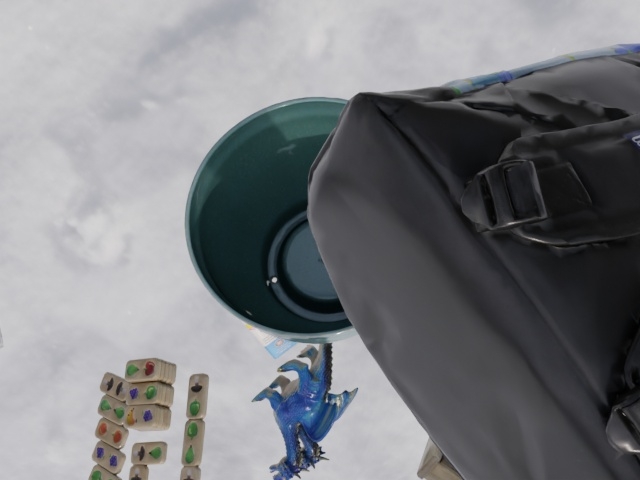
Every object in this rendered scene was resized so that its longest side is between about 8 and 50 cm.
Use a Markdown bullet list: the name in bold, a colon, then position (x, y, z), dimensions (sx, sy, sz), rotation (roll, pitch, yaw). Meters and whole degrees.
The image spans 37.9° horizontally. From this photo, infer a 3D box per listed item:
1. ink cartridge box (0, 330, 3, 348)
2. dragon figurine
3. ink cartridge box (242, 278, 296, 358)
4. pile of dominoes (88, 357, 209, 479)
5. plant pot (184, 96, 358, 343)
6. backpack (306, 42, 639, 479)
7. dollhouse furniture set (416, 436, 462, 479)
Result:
- **ink cartridge box**: position (-0.265, 0.037, 0.660), dimensions (0.029, 0.063, 0.115), rotation (4, 113, 23)
- **dragon figurine**: position (-0.003, 0.236, 1.368), dimensions (0.144, 0.085, 0.289), rotation (44, 119, 9)
- **ink cartridge box**: position (-0.079, 0.078, 1.328), dimensions (0.092, 0.090, 0.143), rotation (-37, 119, 3)
- **pile of dominoes**: position (-0.237, 0.279, 1.194), dimensions (0.196, 0.040, 0.251), rotation (-10, 67, 33)
- **plant pot**: position (0.000, 0.000, 1.146), dimensions (0.293, 0.196, 0.293), rotation (-2, 70, 6)
- **backpack**: position (0.193, 0.011, 0.579), dimensions (0.356, 0.273, 0.290), rotation (-31, 79, -28)
- **dollhouse furniture set**: position (0.257, 0.228, 1.134), dimensions (0.161, 0.212, 0.242), rotation (35, 118, 1)
